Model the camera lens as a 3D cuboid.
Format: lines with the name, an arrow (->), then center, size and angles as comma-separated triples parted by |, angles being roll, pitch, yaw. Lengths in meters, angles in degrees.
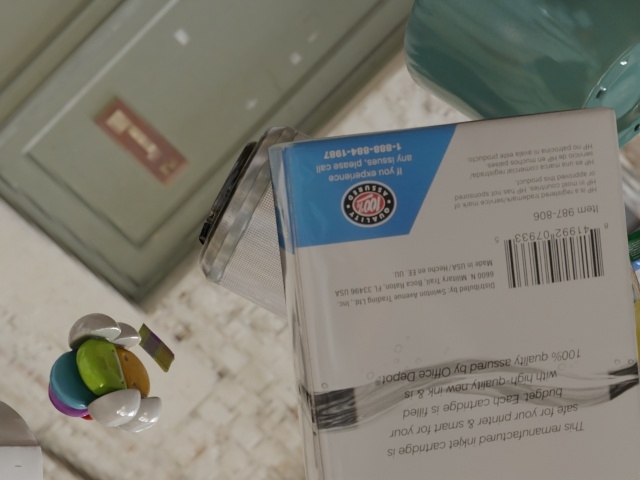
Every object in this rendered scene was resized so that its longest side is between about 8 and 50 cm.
camera lens -> 0.000, 0.000, 1.762 | 0.274, 0.219, 0.219 | 27, -177, -2

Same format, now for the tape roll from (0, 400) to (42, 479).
tape roll -> -0.543, 0.338, 2.011 | 0.246, 0.246, 0.169 | 46, -175, 17

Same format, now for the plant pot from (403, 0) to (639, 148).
plant pot -> 0.285, -0.235, 1.662 | 0.235, 0.293, 0.293 | 44, -179, 31

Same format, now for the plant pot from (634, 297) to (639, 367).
plant pot -> 0.455, 0.148, 1.528 | 0.254, 0.254, 0.239 | 44, 162, -34

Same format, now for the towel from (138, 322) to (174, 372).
towel -> -0.278, 0.182, 2.368 | 0.083, 0.009, 0.060 | 47, -157, -13

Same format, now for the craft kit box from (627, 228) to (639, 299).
craft kit box -> 0.554, 0.036, 1.936 | 0.246, 0.250, 0.061 | 60, -176, -40

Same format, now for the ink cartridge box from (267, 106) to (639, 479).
ink cartridge box -> 0.119, 0.094, 1.245 | 0.166, 0.285, 0.395 | -156, 60, -81

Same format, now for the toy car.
toy car -> -0.319, 0.200, 2.004 | 0.182, 0.136, 0.159 | 40, -152, -70
